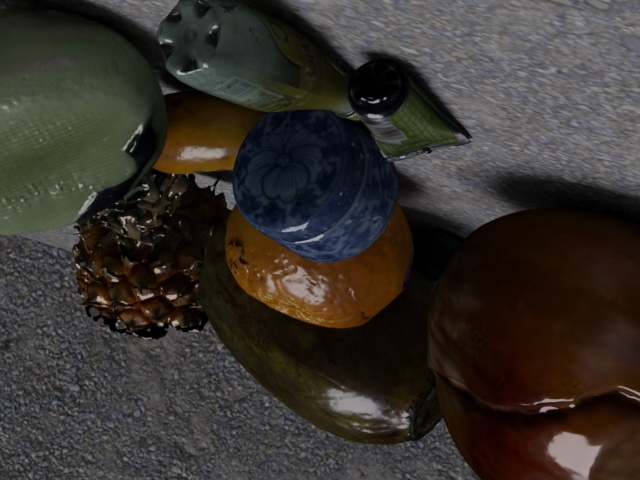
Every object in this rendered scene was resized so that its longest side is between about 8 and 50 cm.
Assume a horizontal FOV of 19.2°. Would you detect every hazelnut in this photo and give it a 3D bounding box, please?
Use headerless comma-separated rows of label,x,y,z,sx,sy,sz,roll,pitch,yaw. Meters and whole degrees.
hazelnut,0.276,0.132,1.970,0.372,0.372,0.315,14,-151,30

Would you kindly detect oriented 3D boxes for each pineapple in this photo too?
pineapple,-0.227,-0.050,2.429,0.262,0.262,0.272,16,148,19

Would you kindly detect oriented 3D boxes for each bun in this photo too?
bun,-0.300,-0.137,1.935,0.283,0.179,0.283,-14,148,-9

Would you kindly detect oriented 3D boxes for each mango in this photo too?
mango,-0.123,-0.114,2.028,0.178,0.090,0.115,5,-178,35

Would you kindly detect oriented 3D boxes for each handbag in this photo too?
handbag,0.177,0.065,2.535,0.238,0.089,0.326,26,171,-15

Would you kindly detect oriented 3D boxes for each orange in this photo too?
orange,0.000,0.001,2.164,0.219,0.193,0.219,4,174,0

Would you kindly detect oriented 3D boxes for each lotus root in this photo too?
lotus root,0.024,0.112,2.353,0.346,0.250,0.250,39,-177,31

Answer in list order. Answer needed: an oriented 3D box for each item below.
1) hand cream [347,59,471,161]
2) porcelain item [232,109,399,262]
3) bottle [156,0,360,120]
hand cream,0.074,-0.113,1.738,0.086,0.055,0.235,-10,166,14
porcelain item,-0.007,-0.060,1.928,0.147,0.147,0.114,13,168,36
bottle,-0.036,-0.151,1.659,0.083,0.083,0.269,14,180,34
